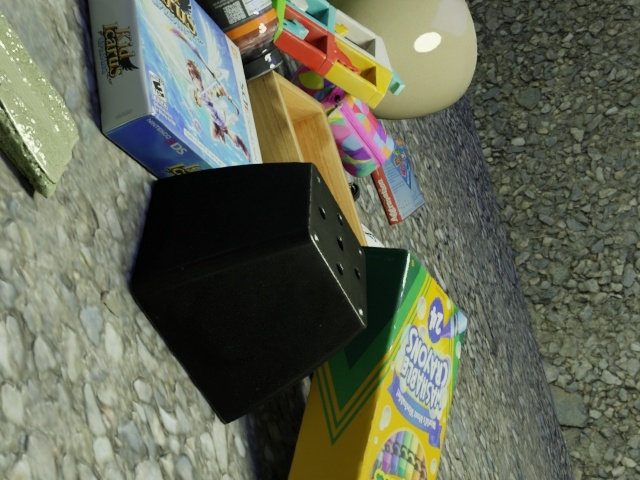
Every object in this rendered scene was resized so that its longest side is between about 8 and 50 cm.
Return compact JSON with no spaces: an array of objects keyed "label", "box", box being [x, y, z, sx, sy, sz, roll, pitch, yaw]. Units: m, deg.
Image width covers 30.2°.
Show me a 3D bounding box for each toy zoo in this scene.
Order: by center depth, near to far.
[{"label":"toy zoo","box":[0.005,-0.302,1.765,0.293,0.030,0.192,30,31,-17]}]

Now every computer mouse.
[{"label":"computer mouse","box":[0.079,0.008,1.863,0.106,0.042,0.193,-79,145,-64]}]

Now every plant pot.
[{"label":"plant pot","box":[-0.055,0.029,1.151,0.188,0.167,0.187,59,18,-31]},{"label":"plant pot","box":[0.092,-0.320,1.990,0.191,0.284,0.284,-29,100,-39]}]

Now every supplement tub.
[{"label":"supplement tub","box":[-0.118,-0.297,1.468,0.106,0.106,0.198,-68,136,-68]}]

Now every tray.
[{"label":"tray","box":[0.000,0.000,1.550,0.203,0.076,0.411,20,52,-71]}]

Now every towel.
[{"label":"towel","box":[-0.244,-0.116,0.953,0.110,0.027,0.148,-90,155,-54]}]

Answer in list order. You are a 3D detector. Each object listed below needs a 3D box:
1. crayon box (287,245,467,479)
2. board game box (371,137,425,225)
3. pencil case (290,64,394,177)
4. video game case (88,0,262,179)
[{"label":"crayon box","box":[0.062,0.193,1.254,0.203,0.083,0.323,45,54,-56]},{"label":"board game box","box":[0.144,-0.117,2.269,0.281,0.027,0.145,-31,102,-74]},{"label":"pencil case","box":[0.035,-0.192,1.866,0.236,0.104,0.104,46,28,-54]},{"label":"video game case","box":[-0.151,-0.167,1.274,0.269,0.061,0.244,42,30,-58]}]
